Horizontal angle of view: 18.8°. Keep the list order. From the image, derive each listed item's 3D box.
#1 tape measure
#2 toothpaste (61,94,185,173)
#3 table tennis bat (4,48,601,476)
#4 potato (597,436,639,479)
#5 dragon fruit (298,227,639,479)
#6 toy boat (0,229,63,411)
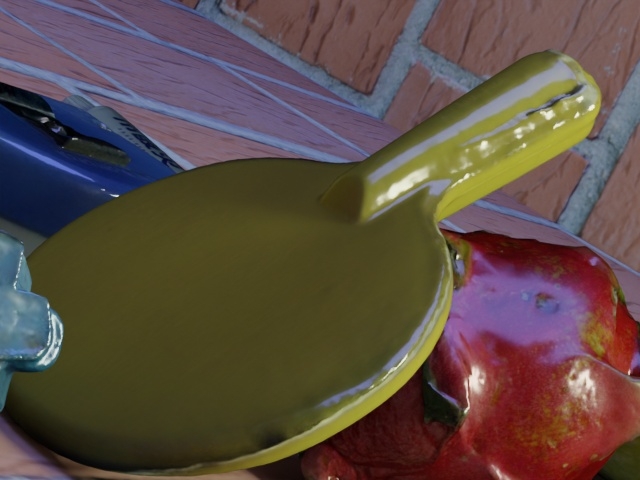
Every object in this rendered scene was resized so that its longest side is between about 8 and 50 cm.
[{"bbox_3d":[-0.224,-0.048,1.126,0.215,0.098,0.351,33,13,38],"label":"tape measure"},{"bbox_3d":[-0.114,-0.034,1.509,0.297,0.048,0.075,38,13,37],"label":"toothpaste"},{"bbox_3d":[0.000,0.000,0.979,0.369,0.054,0.224,-33,42,-27],"label":"table tennis bat"},{"bbox_3d":[0.243,0.134,1.394,0.255,0.112,0.269,18,9,-28],"label":"potato"},{"bbox_3d":[0.087,0.080,1.102,0.200,0.198,0.269,-16,-1,7],"label":"dragon fruit"},{"bbox_3d":[-0.225,0.020,0.844,0.215,0.088,0.102,21,-23,-30],"label":"toy boat"}]
